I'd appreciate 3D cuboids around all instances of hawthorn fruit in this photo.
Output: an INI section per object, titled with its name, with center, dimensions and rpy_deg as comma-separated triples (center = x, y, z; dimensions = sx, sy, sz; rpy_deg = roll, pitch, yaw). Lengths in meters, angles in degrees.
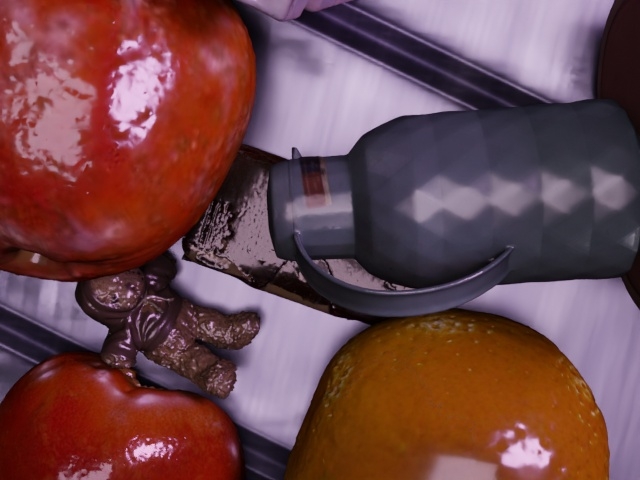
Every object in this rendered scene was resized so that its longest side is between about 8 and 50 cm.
[hawthorn fruit]
center = -0.196, -0.104, 0.768
dimensions = 0.284, 0.284, 0.284
rpy_deg = 0, 94, 3

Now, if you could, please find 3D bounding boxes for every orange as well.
[orange]
center = 0.092, 0.231, 0.818
dimensions = 0.263, 0.196, 0.334
rpy_deg = 22, 110, 14

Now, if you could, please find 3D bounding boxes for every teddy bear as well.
[teddy bear]
center = -0.140, 0.072, 0.863
dimensions = 0.160, 0.078, 0.119
rpy_deg = 31, 55, -10

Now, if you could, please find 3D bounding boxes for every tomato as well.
[tomato]
center = -0.186, 0.215, 0.843
dimensions = 0.233, 0.139, 0.200
rpy_deg = 17, 101, 1

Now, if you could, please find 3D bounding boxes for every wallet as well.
[wallet]
center = 0.000, 0.000, 0.870
dimensions = 0.232, 0.031, 0.121
rpy_deg = 19, 92, 0

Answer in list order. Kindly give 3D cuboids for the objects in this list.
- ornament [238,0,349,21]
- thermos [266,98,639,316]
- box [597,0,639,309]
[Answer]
[ornament]
center = -0.053, -0.325, 0.712
dimensions = 0.240, 0.240, 0.239
rpy_deg = 27, 111, 5
[thermos]
center = 0.102, -0.020, 0.775
dimensions = 0.287, 0.182, 0.145
rpy_deg = -6, 135, -1
[box]
center = 0.349, -0.078, 0.720
dimensions = 0.216, 0.301, 0.300
rpy_deg = -5, 94, 0
